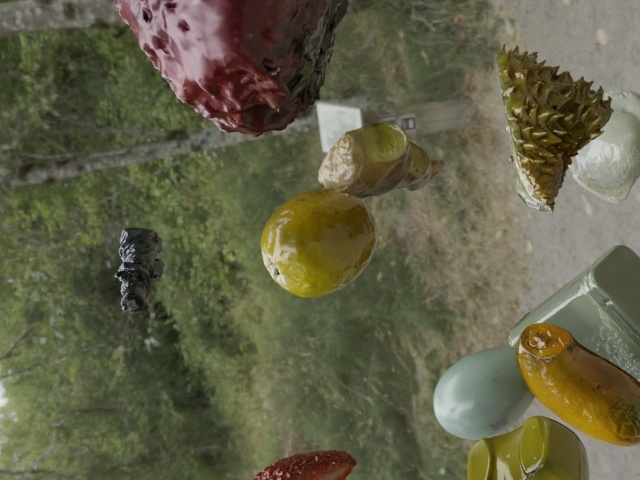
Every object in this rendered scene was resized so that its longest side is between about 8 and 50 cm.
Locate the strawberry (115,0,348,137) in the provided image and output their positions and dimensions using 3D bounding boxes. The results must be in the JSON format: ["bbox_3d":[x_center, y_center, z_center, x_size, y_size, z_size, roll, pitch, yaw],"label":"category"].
[{"bbox_3d":[-0.087,-0.241,0.630,0.274,0.221,0.274,20,-90,-87],"label":"strawberry"}]

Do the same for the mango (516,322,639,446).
[{"bbox_3d":[0.524,0.293,1.327,0.144,0.359,0.187,-58,10,-30],"label":"mango"}]

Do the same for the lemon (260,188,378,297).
[{"bbox_3d":[0.000,0.000,1.031,0.170,0.207,0.169,25,131,31],"label":"lemon"}]

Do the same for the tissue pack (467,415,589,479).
[{"bbox_3d":[0.331,0.364,1.036,0.178,0.127,0.123,-41,17,38],"label":"tissue pack"}]

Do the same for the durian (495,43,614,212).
[{"bbox_3d":[0.314,-0.198,0.982,0.195,0.186,0.305,52,-145,-17],"label":"durian"}]

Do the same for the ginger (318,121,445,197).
[{"bbox_3d":[0.099,-0.101,0.959,0.086,0.131,0.295,59,-160,16],"label":"ginger"}]

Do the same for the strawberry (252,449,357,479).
[{"bbox_3d":[-0.059,0.478,1.316,0.106,0.236,0.175,50,141,41],"label":"strawberry"}]

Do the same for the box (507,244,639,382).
[{"bbox_3d":[0.670,0.247,1.536,0.352,0.177,0.343,49,143,11],"label":"box"}]

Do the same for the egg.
[{"bbox_3d":[0.381,0.344,1.508,0.182,0.264,0.183,57,174,9],"label":"egg"}]

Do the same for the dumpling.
[{"bbox_3d":[0.605,-0.194,1.402,0.126,0.167,0.215,-58,-32,-44],"label":"dumpling"}]

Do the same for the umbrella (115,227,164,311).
[{"bbox_3d":[-0.308,0.055,1.126,0.224,0.080,0.071,-112,30,-62],"label":"umbrella"}]
